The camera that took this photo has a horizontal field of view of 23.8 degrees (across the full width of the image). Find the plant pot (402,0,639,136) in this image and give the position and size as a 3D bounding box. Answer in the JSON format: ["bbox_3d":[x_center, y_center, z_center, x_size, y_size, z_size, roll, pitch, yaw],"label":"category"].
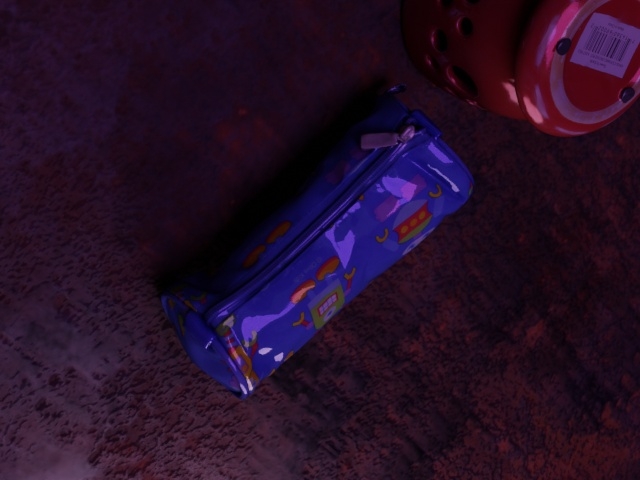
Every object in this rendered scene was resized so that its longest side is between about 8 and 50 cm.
[{"bbox_3d":[0.194,-0.191,1.344,0.191,0.174,0.191,-20,129,-27],"label":"plant pot"}]

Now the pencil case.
[{"bbox_3d":[0.000,0.000,1.337,0.306,0.119,0.133,-42,159,-11],"label":"pencil case"}]
